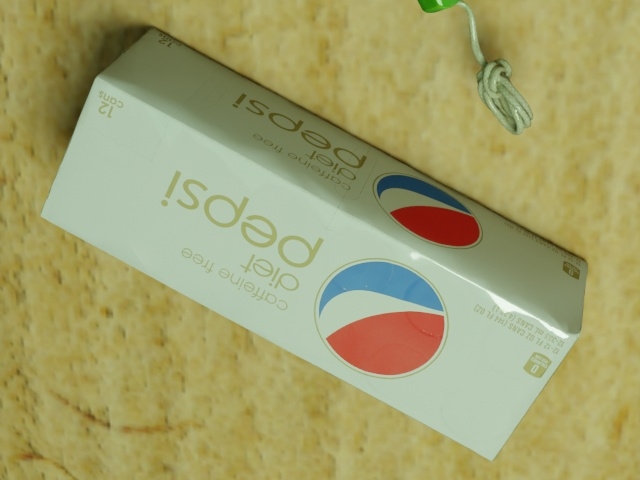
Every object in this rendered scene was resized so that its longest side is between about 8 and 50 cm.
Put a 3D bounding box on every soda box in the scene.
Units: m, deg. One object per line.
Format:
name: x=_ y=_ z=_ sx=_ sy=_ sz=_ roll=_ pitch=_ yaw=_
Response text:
soda box: x=0.000 y=0.000 z=0.544 sx=0.216 sy=0.069 sz=0.074 roll=28 pitch=120 yaw=-1

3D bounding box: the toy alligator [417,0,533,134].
toy alligator: x=0.040 y=-0.130 z=0.482 sx=0.051 sy=0.056 sz=0.190 roll=-40 pitch=104 yaw=-14
